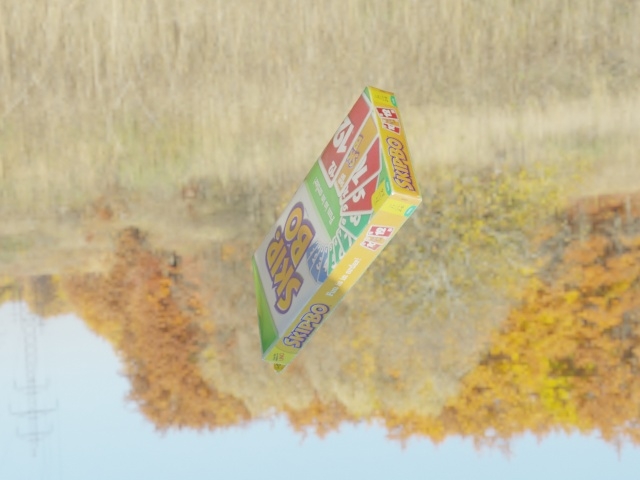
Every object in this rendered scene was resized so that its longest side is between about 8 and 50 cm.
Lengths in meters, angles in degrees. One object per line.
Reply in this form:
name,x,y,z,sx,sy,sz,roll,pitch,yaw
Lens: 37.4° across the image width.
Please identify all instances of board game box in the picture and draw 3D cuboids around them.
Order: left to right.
board game box,0.000,0.000,0.826,0.039,0.124,0.259,11,136,-23
